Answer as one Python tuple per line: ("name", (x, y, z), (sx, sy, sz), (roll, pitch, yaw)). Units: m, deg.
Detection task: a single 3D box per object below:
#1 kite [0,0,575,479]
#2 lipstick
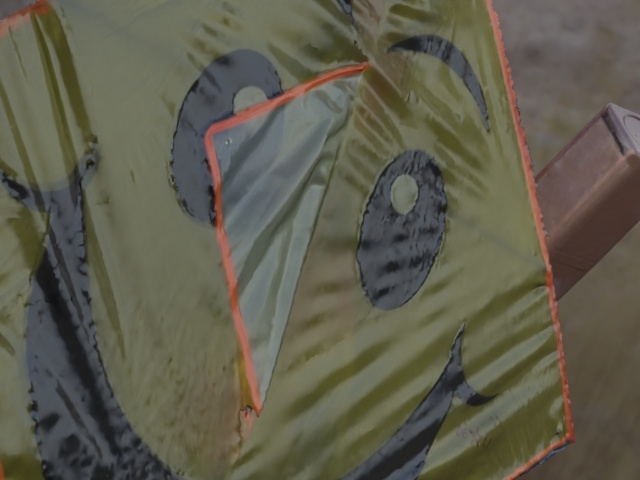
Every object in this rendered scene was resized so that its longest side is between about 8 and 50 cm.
("kite", (-0.002, 0.000, 0.645), (0.013, 0.328, 0.377), (10, -10, 46))
("lipstick", (0.125, -0.005, 0.930), (0.045, 0.145, 0.045), (14, 39, -40))
